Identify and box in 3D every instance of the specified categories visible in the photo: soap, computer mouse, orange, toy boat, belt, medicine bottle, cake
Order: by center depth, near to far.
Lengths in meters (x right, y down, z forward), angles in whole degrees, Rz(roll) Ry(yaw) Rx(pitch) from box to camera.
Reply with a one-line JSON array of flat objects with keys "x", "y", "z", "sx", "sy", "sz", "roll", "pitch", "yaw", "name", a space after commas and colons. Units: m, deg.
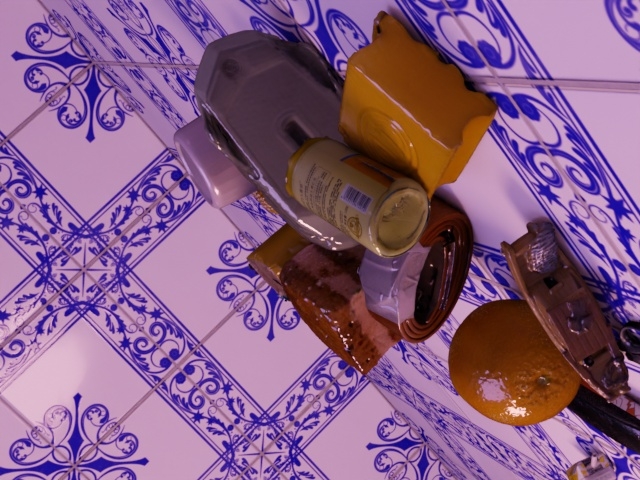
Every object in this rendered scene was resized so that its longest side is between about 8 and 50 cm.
[{"x": 0.122, "y": -0.170, "z": 1.507, "sx": 0.204, "sy": 0.096, "sz": 0.324, "roll": 44, "pitch": 169, "yaw": 8, "name": "soap"}, {"x": 0.372, "y": 0.112, "z": 1.574, "sx": 0.321, "sy": 0.089, "sz": 0.121, "roll": 56, "pitch": -178, "yaw": -20, "name": "toy boat"}, {"x": 0.049, "y": -0.072, "z": 1.585, "sx": 0.239, "sy": 0.124, "sz": 0.124, "roll": 36, "pitch": 165, "yaw": 45, "name": "medicine bottle"}, {"x": 0.328, "y": 0.204, "z": 1.800, "sx": 0.236, "sy": 0.236, "sz": 0.236, "roll": 44, "pitch": 169, "yaw": 10, "name": "orange"}, {"x": -0.044, "y": -0.174, "z": 1.805, "sx": 0.429, "sy": 0.228, "sz": 0.145, "roll": 47, "pitch": 174, "yaw": -16, "name": "computer mouse"}, {"x": 0.164, "y": 0.049, "z": 1.829, "sx": 0.105, "sy": 0.184, "sz": 0.261, "roll": 37, "pitch": 136, "yaw": 38, "name": "belt"}, {"x": 0.098, "y": 0.072, "z": 1.993, "sx": 0.196, "sy": 0.293, "sz": 0.199, "roll": 35, "pitch": 159, "yaw": 50, "name": "cake"}]

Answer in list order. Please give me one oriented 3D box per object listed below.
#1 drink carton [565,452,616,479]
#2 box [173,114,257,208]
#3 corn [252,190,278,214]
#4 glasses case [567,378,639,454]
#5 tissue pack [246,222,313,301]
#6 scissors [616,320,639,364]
[{"x": 0.586, "y": 0.500, "z": 2.291, "sx": 0.200, "sy": 0.084, "sz": 0.074, "roll": 79, "pitch": 168, "yaw": -73, "name": "drink carton"}, {"x": -0.160, "y": -0.166, "z": 2.174, "sx": 0.291, "sy": 0.206, "sz": 0.262, "roll": 59, "pitch": 169, "yaw": 4, "name": "box"}, {"x": -0.148, "y": -0.178, "z": 2.487, "sx": 0.322, "sy": 0.119, "sz": 0.119, "roll": 50, "pitch": 170, "yaw": 5, "name": "corn"}, {"x": 0.506, "y": 0.300, "z": 1.873, "sx": 0.266, "sy": 0.067, "sz": 0.103, "roll": 31, "pitch": 163, "yaw": 52, "name": "glasses case"}, {"x": 0.000, "y": 0.000, "z": 2.157, "sx": 0.134, "sy": 0.271, "sz": 0.192, "roll": 52, "pitch": 167, "yaw": -11, "name": "tissue pack"}, {"x": 0.468, "y": 0.169, "z": 1.659, "sx": 0.109, "sy": 0.022, "sz": 0.300, "roll": 50, "pitch": 170, "yaw": -4, "name": "scissors"}]
